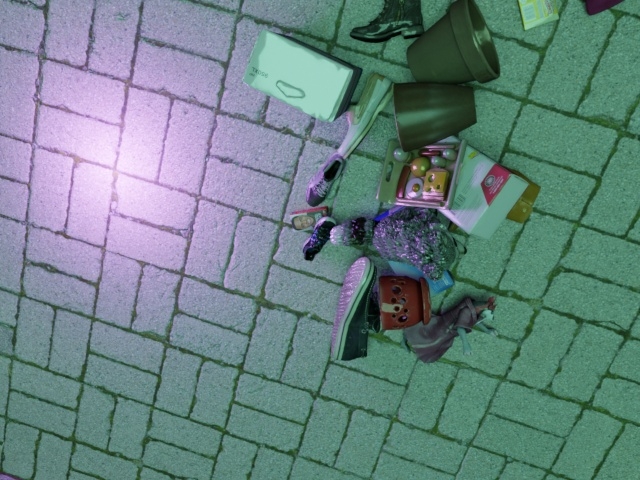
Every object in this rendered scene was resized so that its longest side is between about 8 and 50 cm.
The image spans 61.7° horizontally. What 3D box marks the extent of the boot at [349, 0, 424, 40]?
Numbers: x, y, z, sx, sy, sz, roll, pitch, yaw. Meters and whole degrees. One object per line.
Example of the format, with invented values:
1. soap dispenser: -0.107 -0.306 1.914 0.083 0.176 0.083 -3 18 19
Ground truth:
1. boot: 0.217 -0.760 1.709 0.263 0.091 0.228 -4 102 5

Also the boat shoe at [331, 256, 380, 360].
1. boat shoe: 0.148 0.259 1.955 0.156 0.186 0.499 8 128 -3

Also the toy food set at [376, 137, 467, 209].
1. toy food set: 0.323 -0.223 1.746 0.092 0.306 0.219 14 88 -40

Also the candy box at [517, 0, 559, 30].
1. candy box: 0.661 -0.771 1.661 0.105 0.027 0.205 -16 105 11

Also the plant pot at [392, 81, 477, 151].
1. plant pot: 0.356 -0.396 1.646 0.231 0.215 0.215 -7 107 18

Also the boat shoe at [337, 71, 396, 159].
1. boat shoe: 0.137 -0.421 1.814 0.103 0.113 0.302 34 99 -2

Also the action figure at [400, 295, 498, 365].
1. action figure: 0.487 0.300 1.977 0.370 0.248 0.275 -41 71 19

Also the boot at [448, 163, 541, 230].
1. boot: 0.600 -0.108 1.844 0.211 0.104 0.295 33 105 -3

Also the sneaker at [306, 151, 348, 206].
1. sneaker: 0.010 -0.207 1.883 0.086 0.132 0.228 32 109 -3

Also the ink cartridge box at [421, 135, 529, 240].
1. ink cartridge box: 0.474 -0.178 1.733 0.131 0.306 0.226 14 115 -40

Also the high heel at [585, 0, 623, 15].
1. high heel: 0.984 -0.786 1.591 0.378 0.127 0.181 -4 136 5

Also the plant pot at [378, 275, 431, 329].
1. plant pot: 0.294 0.214 1.877 0.174 0.191 0.191 -4 107 5

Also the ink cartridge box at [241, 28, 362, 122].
1. ink cartridge box: -0.039 -0.508 1.654 0.286 0.395 0.166 24 110 0

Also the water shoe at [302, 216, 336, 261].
1. water shoe: 0.000 0.000 1.951 0.073 0.080 0.203 18 134 -17

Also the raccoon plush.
1. raccoon plush: 0.244 0.036 1.759 0.447 0.299 0.216 -14 106 14

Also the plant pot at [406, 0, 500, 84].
1. plant pot: 0.402 -0.579 1.665 0.229 0.263 0.263 -20 104 32

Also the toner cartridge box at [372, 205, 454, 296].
1. toner cartridge box: 0.328 0.047 1.948 0.165 0.075 0.347 -31 101 18

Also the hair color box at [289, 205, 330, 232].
1. hair color box: -0.036 -0.078 1.979 0.141 0.043 0.071 -10 107 12
